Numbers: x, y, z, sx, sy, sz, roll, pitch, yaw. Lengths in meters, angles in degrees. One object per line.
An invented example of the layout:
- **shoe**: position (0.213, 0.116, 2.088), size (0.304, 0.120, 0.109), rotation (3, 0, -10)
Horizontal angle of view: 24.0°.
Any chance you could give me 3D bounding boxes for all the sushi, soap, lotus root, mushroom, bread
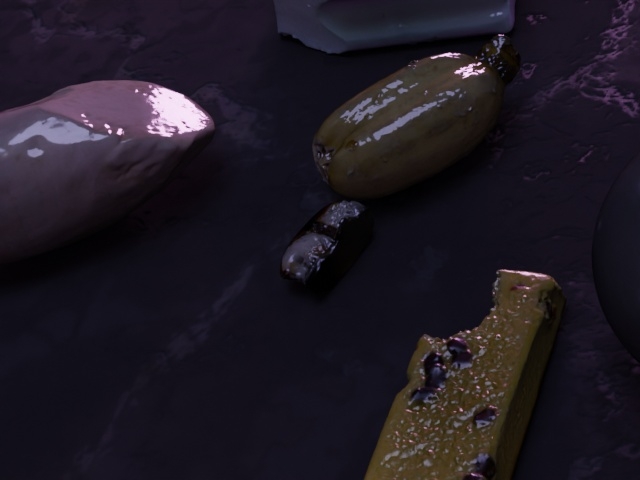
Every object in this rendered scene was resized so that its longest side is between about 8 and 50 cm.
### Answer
- **sushi**: position (0.000, 0.000, 1.144), size (0.046, 0.044, 0.083), rotation (19, 54, 35)
- **soap**: position (0.058, -0.246, 1.341), size (0.231, 0.091, 0.145), rotation (-4, 45, 17)
- **lotus root**: position (0.080, -0.094, 1.182), size (0.183, 0.077, 0.090), rotation (-32, 50, -6)
- **mushroom**: position (-0.256, -0.043, 1.242), size (0.350, 0.128, 0.128), rotation (-22, 42, 7)
- **bread**: position (0.094, 0.109, 0.989), size (0.088, 0.049, 0.226), rotation (2, 47, 25)

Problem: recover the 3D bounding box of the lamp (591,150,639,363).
- **lamp**: position (0.286, -0.021, 0.976), size (0.182, 0.182, 0.314), rotation (3, 29, 25)
